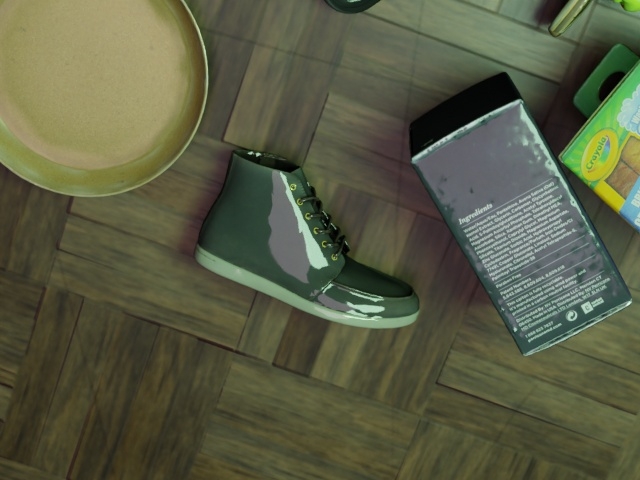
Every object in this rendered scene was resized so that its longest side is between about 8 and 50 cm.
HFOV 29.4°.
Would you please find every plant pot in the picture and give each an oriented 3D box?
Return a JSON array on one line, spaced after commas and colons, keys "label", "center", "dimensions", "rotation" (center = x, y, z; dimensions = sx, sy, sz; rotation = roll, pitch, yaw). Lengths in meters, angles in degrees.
[{"label": "plant pot", "center": [-0.219, -0.158, 1.132], "dimensions": [0.236, 0.032, 0.236], "rotation": [1, 108, 3]}]

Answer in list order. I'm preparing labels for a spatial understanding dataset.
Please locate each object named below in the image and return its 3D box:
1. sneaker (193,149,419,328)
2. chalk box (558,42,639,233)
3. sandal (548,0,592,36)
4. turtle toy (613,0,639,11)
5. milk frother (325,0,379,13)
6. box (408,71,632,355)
[{"label": "sneaker", "center": [0.000, 0.000, 1.139], "dimensions": [0.222, 0.083, 0.118], "rotation": [19, 107, -1]}, {"label": "chalk box", "center": [0.299, -0.077, 1.007], "dimensions": [0.213, 0.132, 0.132], "rotation": [45, 114, 23]}, {"label": "sandal", "center": [0.239, -0.262, 1.056], "dimensions": [0.049, 0.072, 0.180], "rotation": [28, 106, 11]}, {"label": "turtle toy", "center": [0.298, -0.251, 1.035], "dimensions": [0.066, 0.095, 0.130], "rotation": [24, 107, -15]}, {"label": "milk frother", "center": [0.035, -0.250, 1.029], "dimensions": [0.134, 0.143, 0.129], "rotation": [-30, 110, 10]}, {"label": "box", "center": [0.172, -0.028, 1.084], "dimensions": [0.108, 0.153, 0.207], "rotation": [-29, 104, 11]}]
